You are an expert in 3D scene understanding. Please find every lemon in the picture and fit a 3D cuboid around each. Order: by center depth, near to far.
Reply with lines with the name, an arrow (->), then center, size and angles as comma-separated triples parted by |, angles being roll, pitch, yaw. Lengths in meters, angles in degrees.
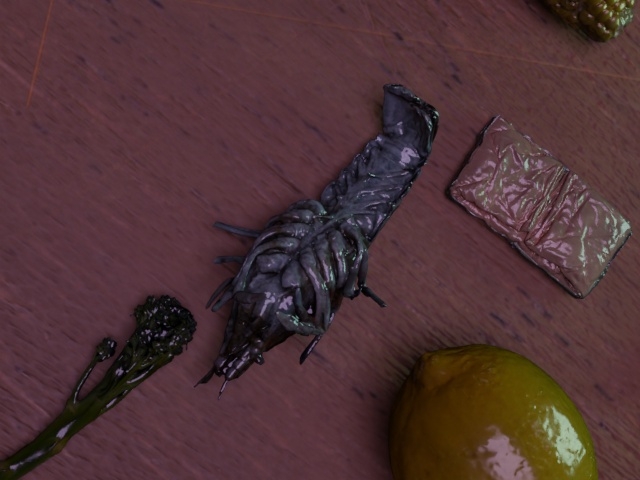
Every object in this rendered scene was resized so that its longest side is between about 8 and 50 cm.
lemon -> 0.195, 0.250, 1.343 | 0.235, 0.236, 0.263 | -4, 101, -11

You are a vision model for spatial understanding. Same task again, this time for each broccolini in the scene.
broccolini -> -0.307, 0.195, 1.335 | 0.392, 0.079, 0.074 | -36, 55, -8

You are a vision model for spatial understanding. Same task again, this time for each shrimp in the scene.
shrimp -> -0.001, 0.004, 1.353 | 0.221, 0.166, 0.410 | 34, 67, 24

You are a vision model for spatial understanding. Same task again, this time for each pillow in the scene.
pillow -> 0.273, -0.040, 1.458 | 0.232, 0.043, 0.126 | 38, 78, -6

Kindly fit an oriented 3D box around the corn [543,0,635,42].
corn -> 0.263, -0.390, 1.414 | 0.130, 0.130, 0.347 | -38, 100, -9
